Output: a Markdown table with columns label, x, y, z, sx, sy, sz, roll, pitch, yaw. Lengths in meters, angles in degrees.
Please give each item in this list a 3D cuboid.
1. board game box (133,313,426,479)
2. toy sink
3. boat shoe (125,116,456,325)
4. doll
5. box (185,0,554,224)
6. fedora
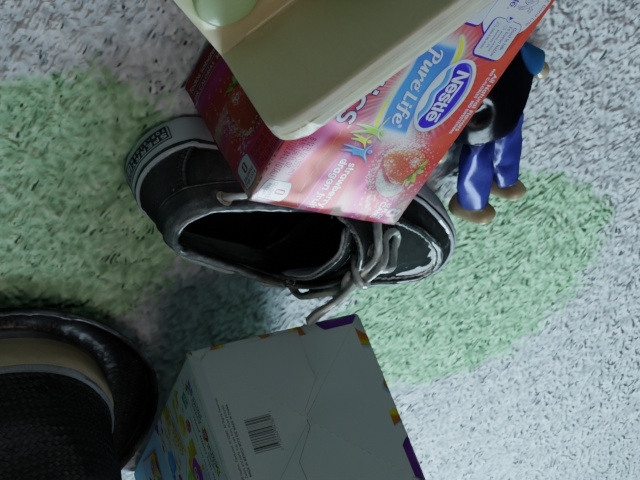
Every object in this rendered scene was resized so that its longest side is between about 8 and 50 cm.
| label | x | y | z | sx | sy | sz | roll | pitch | yaw |
| --- | --- | --- | --- | --- | --- | --- | --- | --- | --- |
| board game box | -0.046 | 0.191 | 0.988 | 0.142 | 0.144 | 0.275 | -12 | 156 | -23 |
| toy sink | -0.031 | -0.190 | 0.582 | 0.153 | 0.234 | 0.131 | -36 | 141 | 7 |
| boat shoe | 0.002 | -0.003 | 0.903 | 0.306 | 0.105 | 0.113 | 22 | 118 | -45 |
| doll | 0.125 | -0.095 | 0.927 | 0.129 | 0.046 | 0.189 | -36 | 143 | -25 |
| box | 0.040 | -0.146 | 0.762 | 0.128 | 0.122 | 0.257 | 9 | 126 | -38 |
| fedora | -0.260 | 0.208 | 0.921 | 0.334 | 0.152 | 0.334 | -18 | 140 | -16 |
